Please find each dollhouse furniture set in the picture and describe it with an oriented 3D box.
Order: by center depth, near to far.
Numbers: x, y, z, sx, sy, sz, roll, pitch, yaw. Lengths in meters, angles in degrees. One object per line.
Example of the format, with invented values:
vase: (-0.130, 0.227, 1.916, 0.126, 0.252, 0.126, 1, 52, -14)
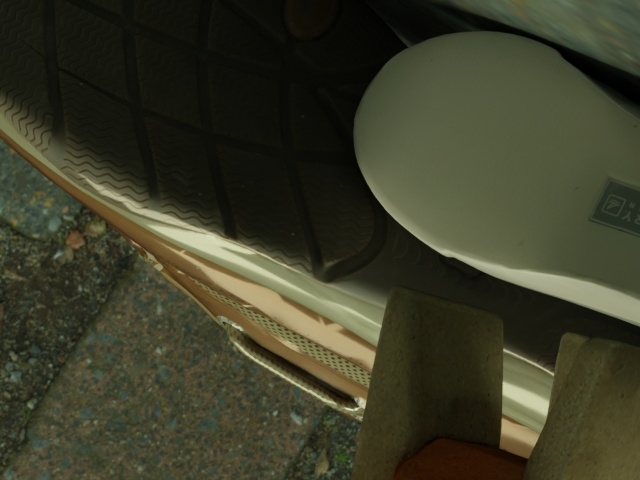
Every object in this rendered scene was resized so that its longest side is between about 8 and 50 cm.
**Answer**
dollhouse furniture set: (0.162, 0.118, 0.351, 0.262, 0.135, 0.259, 14, 178, 42)

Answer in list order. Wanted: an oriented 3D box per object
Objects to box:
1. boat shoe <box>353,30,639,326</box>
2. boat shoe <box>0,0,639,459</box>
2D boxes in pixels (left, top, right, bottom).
boat shoe: (0.088, -0.007, 0.422, 0.184, 0.066, 0.063, 19, 170, 40)
boat shoe: (0.000, 0.000, 0.521, 0.324, 0.123, 0.116, 33, 144, 2)
